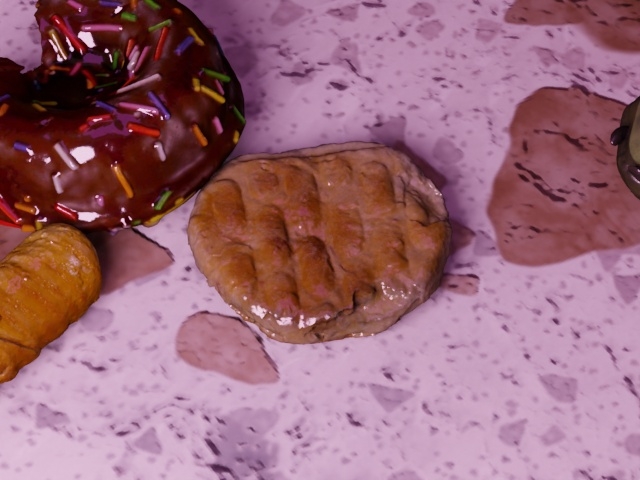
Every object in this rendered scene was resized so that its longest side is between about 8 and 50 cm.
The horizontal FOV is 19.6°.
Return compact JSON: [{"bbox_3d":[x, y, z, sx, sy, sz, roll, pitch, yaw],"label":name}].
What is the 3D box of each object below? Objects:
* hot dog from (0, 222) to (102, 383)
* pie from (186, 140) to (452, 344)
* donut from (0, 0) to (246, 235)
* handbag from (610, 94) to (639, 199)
[{"bbox_3d":[-0.259,0.084,1.255,0.286,0.088,0.061,-44,31,-27],"label":"hot dog"},{"bbox_3d":[0.000,0.000,1.359,0.195,0.046,0.195,1,50,-1],"label":"pie"},{"bbox_3d":[-0.170,-0.103,1.386,0.230,0.096,0.216,-34,48,-24],"label":"donut"},{"bbox_3d":[0.257,-0.079,1.429,0.072,0.047,0.111,7,54,2],"label":"handbag"}]
